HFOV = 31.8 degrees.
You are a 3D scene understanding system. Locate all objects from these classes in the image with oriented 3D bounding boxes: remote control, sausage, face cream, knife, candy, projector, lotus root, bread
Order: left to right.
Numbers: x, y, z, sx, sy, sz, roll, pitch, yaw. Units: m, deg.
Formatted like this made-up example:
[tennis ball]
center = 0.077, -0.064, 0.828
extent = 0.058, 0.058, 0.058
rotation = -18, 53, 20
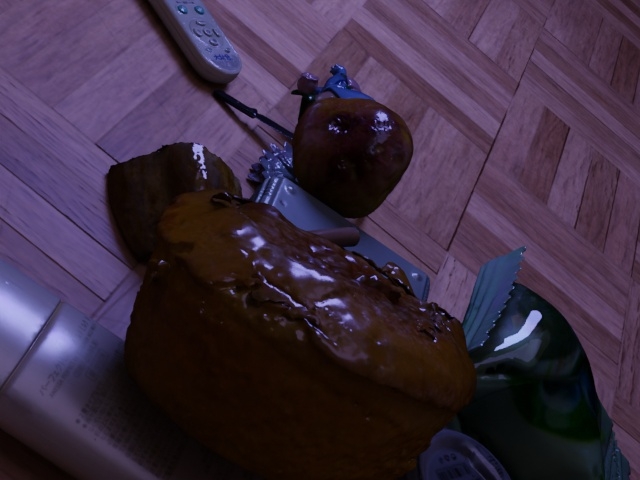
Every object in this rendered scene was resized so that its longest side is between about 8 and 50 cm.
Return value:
[face cream]
center = -0.208, 0.154, 1.053
extent = 0.348, 0.081, 0.173
rotation = 36, 29, -11
[lotus root]
center = -0.158, -0.046, 1.298
extent = 0.159, 0.095, 0.135
rotation = 2, 51, -22
[remote control]
center = -0.188, -0.310, 1.601
extent = 0.078, 0.042, 0.221
rotation = -13, 62, -49
[knife]
center = -0.075, -0.165, 1.553
extent = 0.170, 0.010, 0.023
rotation = 32, 30, 8
[bread]
center = -0.024, 0.097, 1.091
extent = 0.337, 0.204, 0.358
rotation = 37, 11, 14
[sausage]
center = 0.000, 0.000, 1.304
extent = 0.116, 0.026, 0.026
rotation = -7, 58, -47
[projector]
center = 0.006, 0.054, 1.359
extent = 0.256, 0.099, 0.192
rotation = 35, 37, -11
[candy]
center = 0.296, 0.226, 1.418
extent = 0.398, 0.172, 0.263
rotation = 49, 37, -14

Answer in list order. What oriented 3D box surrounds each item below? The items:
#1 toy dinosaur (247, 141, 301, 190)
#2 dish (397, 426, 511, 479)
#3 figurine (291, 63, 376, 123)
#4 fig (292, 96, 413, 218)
[toy dinosaur]
center = -0.045, -0.096, 1.518
extent = 0.082, 0.039, 0.209
rotation = 39, 30, 0
[dish]
center = 0.123, 0.294, 1.203
extent = 0.303, 0.120, 0.303
rotation = 27, 37, -23
[figurine]
center = 0.013, -0.191, 1.630
extent = 0.144, 0.114, 0.178
rotation = 15, 32, -24
[fig]
center = 0.047, -0.091, 1.491
extent = 0.159, 0.159, 0.257
rotation = 59, -1, 21
